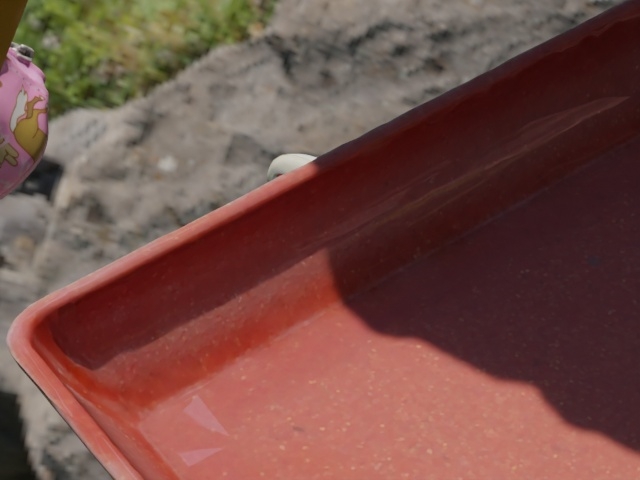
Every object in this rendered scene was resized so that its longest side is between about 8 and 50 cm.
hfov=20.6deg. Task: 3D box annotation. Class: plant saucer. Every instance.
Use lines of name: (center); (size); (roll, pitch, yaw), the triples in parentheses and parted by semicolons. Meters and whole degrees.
plant saucer: (0.098, 0.052, 0.431); (0.258, 0.259, 0.048); (43, 150, 35)

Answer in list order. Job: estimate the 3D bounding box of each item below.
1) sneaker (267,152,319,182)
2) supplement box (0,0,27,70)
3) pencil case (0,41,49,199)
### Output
sneaker: (0.000, 0.000, 1.335); (0.161, 0.075, 0.057); (51, 140, 17)
supplement box: (-0.312, -0.139, 1.022); (0.191, 0.194, 0.129); (20, 89, 47)
pencil case: (-0.373, -0.172, 1.380); (0.160, 0.386, 0.167); (-3, 60, 28)
